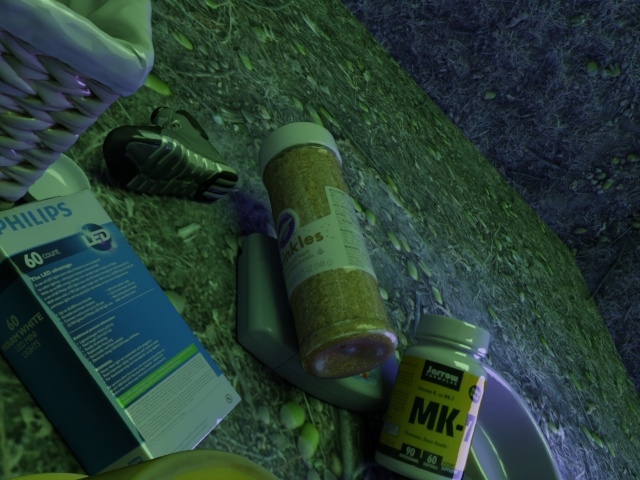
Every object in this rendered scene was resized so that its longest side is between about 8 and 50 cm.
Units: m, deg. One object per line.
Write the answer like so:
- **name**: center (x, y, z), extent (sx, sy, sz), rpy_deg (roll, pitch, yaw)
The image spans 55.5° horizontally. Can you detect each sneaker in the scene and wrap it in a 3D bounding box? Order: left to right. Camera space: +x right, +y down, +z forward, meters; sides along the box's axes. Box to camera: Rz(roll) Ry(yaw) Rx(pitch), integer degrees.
- **sneaker**: center (-0.213, -0.130, 0.802), extent (0.132, 0.086, 0.228), rpy_deg (59, 17, 21)

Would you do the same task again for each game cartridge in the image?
- **game cartridge**: center (0.008, 0.130, 0.866), extent (0.297, 0.062, 0.198), rpy_deg (34, 29, -34)

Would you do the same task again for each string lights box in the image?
- **string lights box**: center (-0.200, 0.086, 0.555), extent (0.260, 0.076, 0.133), rpy_deg (54, 26, 1)

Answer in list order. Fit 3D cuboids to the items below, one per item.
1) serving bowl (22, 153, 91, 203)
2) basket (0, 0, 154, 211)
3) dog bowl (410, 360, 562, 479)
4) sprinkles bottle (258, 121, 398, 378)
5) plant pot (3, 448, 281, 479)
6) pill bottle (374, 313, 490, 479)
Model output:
- **serving bowl**: center (-0.286, -0.058, 0.642), extent (0.083, 0.027, 0.083), rpy_deg (38, 30, -27)
- **basket**: center (-0.347, -0.234, 0.491), extent (0.328, 0.266, 0.331), rpy_deg (27, 38, -42)
- **dog bowl**: center (0.268, 0.345, 0.973), extent (0.348, 0.102, 0.349), rpy_deg (38, 30, -27)
- **sprinkles bottle**: center (0.000, 0.000, 0.815), extent (0.121, 0.121, 0.356), rpy_deg (27, 37, -42)
- **plant pot**: center (-0.121, 0.234, 0.330), extent (0.254, 0.239, 0.254), rpy_deg (38, 30, -27)
- **pill bottle**: center (0.156, 0.213, 0.823), extent (0.119, 0.119, 0.209), rpy_deg (28, 73, -40)
